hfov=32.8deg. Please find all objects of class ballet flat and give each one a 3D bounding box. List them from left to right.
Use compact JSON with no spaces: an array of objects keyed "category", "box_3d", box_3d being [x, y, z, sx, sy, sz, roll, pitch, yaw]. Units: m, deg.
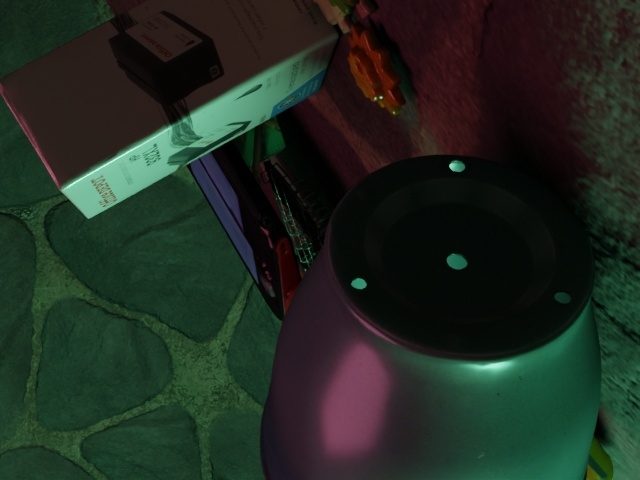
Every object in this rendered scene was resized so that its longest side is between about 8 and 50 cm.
[{"category":"ballet flat","box_3d":[0.225,0.217,1.055,0.077,0.077,0.231,42,168,4]}]

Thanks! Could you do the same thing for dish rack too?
[{"category":"dish rack","box_3d":[0.000,0.000,1.627,0.208,0.074,0.271,51,166,42]}]

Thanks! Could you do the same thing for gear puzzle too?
[{"category":"gear puzzle","box_3d":[-0.022,-0.254,0.942,0.339,0.044,0.175,60,172,-6]}]

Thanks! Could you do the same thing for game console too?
[{"category":"game console","box_3d":[-0.140,-0.082,1.605,0.386,0.060,0.342,58,173,20]}]

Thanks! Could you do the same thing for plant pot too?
[{"category":"plant pot","box_3d":[0.088,0.083,0.814,0.271,0.271,0.255,54,155,35]}]

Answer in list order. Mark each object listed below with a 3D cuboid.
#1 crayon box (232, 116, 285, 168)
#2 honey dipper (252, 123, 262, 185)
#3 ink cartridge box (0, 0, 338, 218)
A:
[{"category":"crayon box","box_3d":[-0.150,-0.252,1.583,0.165,0.081,0.278,54,170,36]},{"category":"honey dipper","box_3d":[-0.090,-0.144,1.560,0.030,0.030,0.161,50,142,47]},{"category":"ink cartridge box","box_3d":[-0.151,-0.160,1.127,0.129,0.307,0.223,60,172,2]}]
